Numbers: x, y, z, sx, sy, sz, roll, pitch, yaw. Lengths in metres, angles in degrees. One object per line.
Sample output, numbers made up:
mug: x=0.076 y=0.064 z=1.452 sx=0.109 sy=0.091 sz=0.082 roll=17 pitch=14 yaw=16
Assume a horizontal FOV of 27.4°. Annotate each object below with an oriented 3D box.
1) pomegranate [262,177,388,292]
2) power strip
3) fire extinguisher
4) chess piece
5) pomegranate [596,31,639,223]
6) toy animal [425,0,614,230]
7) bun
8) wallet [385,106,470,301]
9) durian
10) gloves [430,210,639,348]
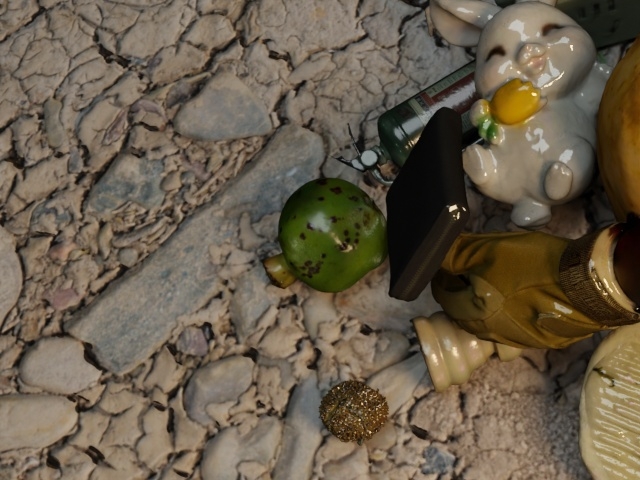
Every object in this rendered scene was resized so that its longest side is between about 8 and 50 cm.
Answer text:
pomegranate: x=0.000 y=-0.004 z=1.645 sx=0.169 sy=0.122 sz=0.143 roll=-23 pitch=73 yaw=2
power strip: x=0.332 y=-0.334 z=1.696 sx=0.224 sy=0.140 sz=0.139 roll=-14 pitch=62 yaw=10
fire extinguisher: x=0.154 y=-0.155 z=1.689 sx=0.294 sy=0.093 sz=0.118 roll=-31 pitch=79 yaw=1
chess piece: x=0.199 y=0.108 z=1.545 sx=0.170 sy=0.094 sz=0.094 roll=-21 pitch=60 yaw=3
pomegranate: x=0.500 y=-0.095 z=1.397 sx=0.410 sy=0.410 sz=0.410 roll=-7 pitch=62 yaw=14
toy animal: x=0.245 y=-0.183 z=1.570 sx=0.208 sy=0.154 sz=0.325 roll=-31 pitch=63 yaw=23
bun: x=0.388 y=0.192 z=1.423 sx=0.210 sy=0.116 sz=0.237 roll=16 pitch=93 yaw=19
wallet: x=0.118 y=-0.043 z=1.474 sx=0.149 sy=0.044 sz=0.250 roll=-59 pitch=14 yaw=27
durian: x=0.041 y=0.202 z=1.561 sx=0.080 sy=0.080 sz=0.091 roll=30 pitch=35 yaw=28
gloves: x=0.232 y=0.049 z=1.429 sx=0.331 sy=0.154 sz=0.141 roll=-8 pitch=87 yaw=57
